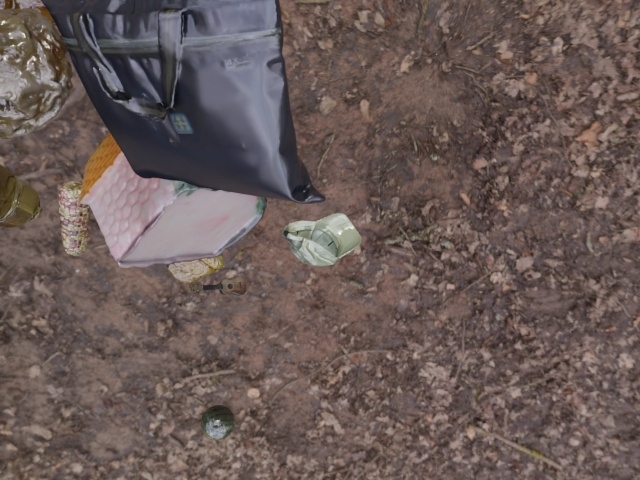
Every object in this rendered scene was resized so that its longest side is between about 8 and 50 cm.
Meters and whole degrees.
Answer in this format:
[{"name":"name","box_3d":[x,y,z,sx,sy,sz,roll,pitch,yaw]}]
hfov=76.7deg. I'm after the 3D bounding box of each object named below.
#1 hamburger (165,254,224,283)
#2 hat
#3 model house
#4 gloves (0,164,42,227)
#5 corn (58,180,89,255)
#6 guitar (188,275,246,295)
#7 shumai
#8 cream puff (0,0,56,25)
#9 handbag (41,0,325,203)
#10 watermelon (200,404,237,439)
[{"name":"hamburger","box_3d":[-0.462,0.071,1.458,0.206,0.129,0.183,-21,132,31]},{"name":"hat","box_3d":[0.005,-0.004,0.902,0.122,0.166,0.081,56,157,11]},{"name":"model house","box_3d":[-0.246,-0.108,0.690,0.202,0.237,0.237,-43,72,25]},{"name":"gloves","box_3d":[-0.706,-0.105,0.800,0.141,0.331,0.154,40,82,3]},{"name":"corn","box_3d":[-0.890,-0.076,1.468,0.098,0.098,0.289,19,119,7]},{"name":"guitar","box_3d":[-0.435,0.198,1.704,0.038,0.271,0.083,-25,71,42]},{"name":"shumai","box_3d":[-0.441,-0.220,0.499,0.206,0.176,0.166,-19,92,19]},{"name":"cream puff","box_3d":[-1.000,-0.776,1.320,0.241,0.154,0.269,-34,133,5]},{"name":"handbag","box_3d":[-0.127,-0.133,0.378,0.255,0.088,0.210,11,139,26]},{"name":"watermelon","box_3d":[-0.320,0.586,1.305,0.105,0.105,0.133,-36,141,27]}]
